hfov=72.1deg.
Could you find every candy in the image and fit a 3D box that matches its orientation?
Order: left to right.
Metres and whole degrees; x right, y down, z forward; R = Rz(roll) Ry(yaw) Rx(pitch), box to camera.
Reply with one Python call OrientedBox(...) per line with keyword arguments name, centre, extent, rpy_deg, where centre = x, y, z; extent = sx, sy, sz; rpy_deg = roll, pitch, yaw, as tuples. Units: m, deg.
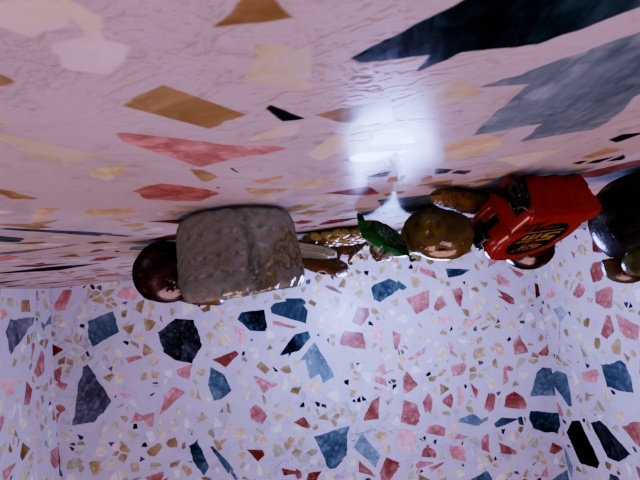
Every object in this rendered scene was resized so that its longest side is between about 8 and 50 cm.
OrientedBox(name="candy", centre=(0.179, 0.001, 1.243), extent=(0.078, 0.203, 0.141), rpy_deg=(-57, 166, 22))

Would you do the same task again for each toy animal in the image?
OrientedBox(name="toy animal", centre=(0.085, 0.034, 1.950), extent=(0.255, 0.116, 0.114), rpy_deg=(6, -157, 14))

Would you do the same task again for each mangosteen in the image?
OrientedBox(name="mangosteen", centre=(-0.473, 0.093, 1.347), extent=(0.210, 0.210, 0.210), rpy_deg=(-6, 175, -1))
OrientedBox(name="mangosteen", centre=(0.807, -0.014, 1.688), extent=(0.228, 0.228, 0.265), rpy_deg=(-2, 143, -37))
OrientedBox(name="mangosteen", centre=(0.803, -0.030, 1.025), extent=(0.300, 0.300, 0.300), rpy_deg=(-6, 175, -1))

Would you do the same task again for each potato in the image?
OrientedBox(name="potato", centre=(0.351, -0.018, 1.337), extent=(0.195, 0.176, 0.369), rpy_deg=(-34, 174, 8))

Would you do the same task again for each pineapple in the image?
OrientedBox(name="pineapple", centre=(0.334, 0.021, 1.898), extent=(0.248, 0.128, 0.128), rpy_deg=(-17, 169, 41))

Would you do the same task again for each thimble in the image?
OrientedBox(name="thimble", centre=(-0.183, 0.033, 1.011), extent=(0.291, 0.195, 0.291), rpy_deg=(-11, 173, -1))

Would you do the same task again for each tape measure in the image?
OrientedBox(name="tape measure", centre=(0.471, -0.051, 1.011), extent=(0.253, 0.114, 0.260), rpy_deg=(-5, 153, -20))

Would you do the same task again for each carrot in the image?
OrientedBox(name="carrot", centre=(0.351, -0.089, 1.041), extent=(0.314, 0.066, 0.066), rpy_deg=(-1, 172, -43))

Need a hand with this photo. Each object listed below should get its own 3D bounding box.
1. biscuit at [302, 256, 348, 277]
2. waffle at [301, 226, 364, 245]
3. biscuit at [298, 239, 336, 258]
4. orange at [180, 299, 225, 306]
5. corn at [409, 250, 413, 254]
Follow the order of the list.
OrientedBox(name="biscuit", centre=(-0.006, 0.090, 2.014), extent=(0.296, 0.075, 0.296), rpy_deg=(19, -172, -3))
OrientedBox(name="waffle", centre=(0.070, -0.011, 1.597), extent=(0.291, 0.051, 0.291), rpy_deg=(-7, 173, -1))
OrientedBox(name="biscuit", centre=(-0.084, 0.034, 1.576), extent=(0.252, 0.052, 0.150), rpy_deg=(2, 170, 33))
OrientedBox(name="orange", centre=(-0.464, 0.151, 1.652), extent=(0.274, 0.274, 0.310), rpy_deg=(-8, -142, 15))
OrientedBox(name="corn", centre=(0.492, 0.010, 2.070), extent=(0.106, 0.106, 0.293), rpy_deg=(-2, 173, -37))
